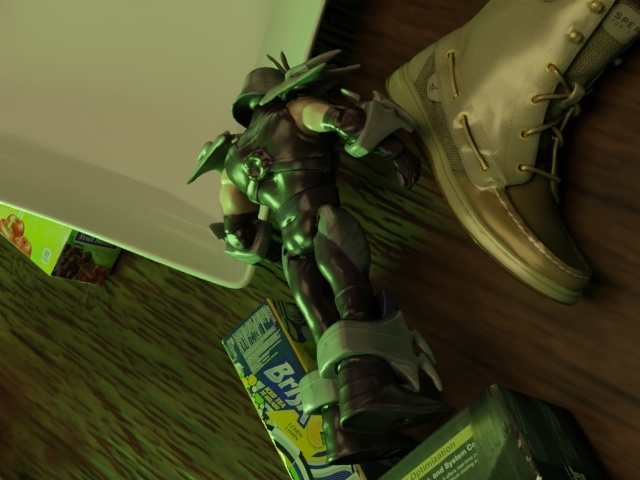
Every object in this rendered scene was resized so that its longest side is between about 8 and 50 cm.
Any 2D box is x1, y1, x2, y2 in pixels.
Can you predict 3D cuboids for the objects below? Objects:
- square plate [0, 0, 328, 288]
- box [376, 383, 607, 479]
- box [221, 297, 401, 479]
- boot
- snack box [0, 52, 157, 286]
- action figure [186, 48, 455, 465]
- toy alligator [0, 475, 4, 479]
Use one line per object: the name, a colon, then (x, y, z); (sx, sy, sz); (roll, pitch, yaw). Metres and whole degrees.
square plate: (-0.154, -0.175, 1.027); (0.347, 0.049, 0.344); (18, 95, 19)
box: (0.048, 0.329, 0.794); (0.395, 0.097, 0.318); (-44, 48, 23)
box: (-0.001, 0.123, 0.929); (0.054, 0.059, 0.169); (-44, 57, 24)
boot: (0.148, -0.082, 0.842); (0.165, 0.077, 0.213); (-43, 55, 22)
snack box: (-0.213, -0.094, 1.135); (0.174, 0.070, 0.207); (33, 100, 36)
action figure: (0.000, 0.000, 0.873); (0.185, 0.099, 0.285); (-45, 56, 51)
toy alligator: (-0.225, 0.252, 1.093); (0.051, 0.056, 0.190); (-22, 58, -13)
